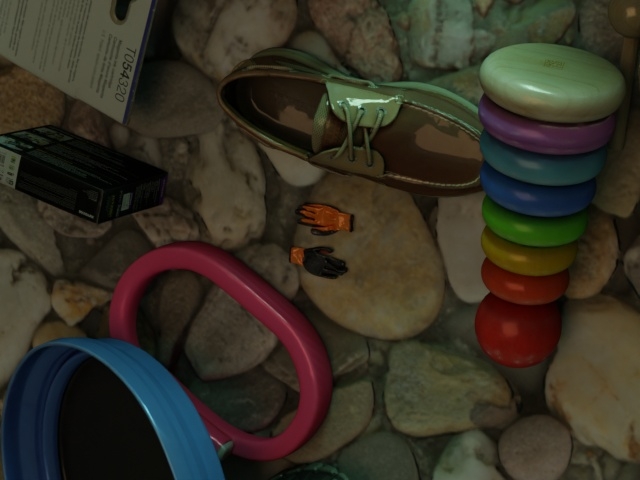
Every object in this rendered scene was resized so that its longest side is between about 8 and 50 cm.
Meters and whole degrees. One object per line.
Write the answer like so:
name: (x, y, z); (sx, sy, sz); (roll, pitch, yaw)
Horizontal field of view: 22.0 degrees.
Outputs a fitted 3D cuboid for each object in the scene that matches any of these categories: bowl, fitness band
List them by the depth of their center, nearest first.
fitness band: (-0.119, 0.130, 1.899); (0.291, 0.054, 0.209); (39, 116, 15)
bowl: (-0.239, 0.298, 1.924); (0.391, 0.077, 0.391); (18, 115, 45)

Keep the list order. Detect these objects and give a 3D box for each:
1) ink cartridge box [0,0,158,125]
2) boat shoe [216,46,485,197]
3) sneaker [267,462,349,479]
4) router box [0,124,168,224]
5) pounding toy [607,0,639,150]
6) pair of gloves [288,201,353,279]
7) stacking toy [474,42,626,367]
ink cartridge box: (-0.297, -0.343, 1.857); (0.330, 0.071, 0.324); (30, 123, 17)
boat shoe: (0.034, -0.115, 1.722); (0.324, 0.116, 0.123); (16, 109, 25)
sneaker: (-0.056, 0.329, 1.898); (0.267, 0.101, 0.106); (-19, 102, 39)
router box: (-0.286, -0.079, 1.896); (0.179, 0.133, 0.046); (23, 111, 23)
pounding toy: (0.383, -0.152, 1.548); (0.237, 0.110, 0.183); (26, 128, 53)
pair of gloves: (0.000, 0.000, 1.829); (0.074, 0.010, 0.083); (15, 109, 25)
stacking toy: (0.207, -0.021, 1.635); (0.141, 0.141, 0.330); (20, 120, 24)
